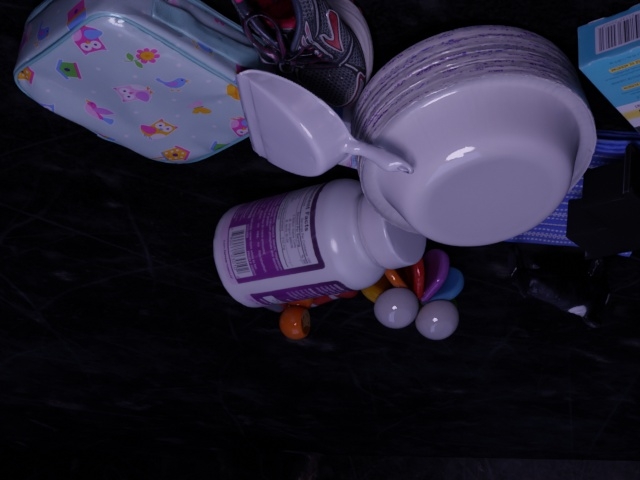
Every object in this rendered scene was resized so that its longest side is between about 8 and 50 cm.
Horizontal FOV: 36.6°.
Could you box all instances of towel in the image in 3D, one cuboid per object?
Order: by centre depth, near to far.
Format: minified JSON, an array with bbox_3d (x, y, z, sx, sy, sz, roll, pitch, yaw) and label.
[{"bbox_3d":[0.376,-0.062,1.401,0.243,0.040,0.336,5,155,3],"label":"towel"}]

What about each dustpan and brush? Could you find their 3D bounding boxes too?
[{"bbox_3d":[0.008,-0.113,1.094,0.211,0.060,0.147,35,156,27],"label":"dustpan and brush"}]

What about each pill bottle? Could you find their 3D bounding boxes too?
[{"bbox_3d":[0.000,0.000,1.462,0.302,0.169,0.169,-12,149,33],"label":"pill bottle"}]

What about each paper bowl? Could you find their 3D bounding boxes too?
[{"bbox_3d":[0.184,-0.102,1.151,0.284,0.148,0.284,-6,144,-4],"label":"paper bowl"}]

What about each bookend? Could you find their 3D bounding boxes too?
[{"bbox_3d":[0.388,-0.047,1.307,0.156,0.072,0.157,29,151,-36],"label":"bookend"}]

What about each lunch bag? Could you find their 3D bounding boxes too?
[{"bbox_3d":[-0.193,-0.204,1.146,0.224,0.107,0.279,-25,144,38],"label":"lunch bag"}]

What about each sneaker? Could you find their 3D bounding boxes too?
[{"bbox_3d":[-0.030,-0.230,1.054,0.121,0.112,0.299,-6,153,22],"label":"sneaker"}]

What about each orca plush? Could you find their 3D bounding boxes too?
[{"bbox_3d":[0.406,0.047,1.568,0.287,0.151,0.102,23,115,-37],"label":"orca plush"}]

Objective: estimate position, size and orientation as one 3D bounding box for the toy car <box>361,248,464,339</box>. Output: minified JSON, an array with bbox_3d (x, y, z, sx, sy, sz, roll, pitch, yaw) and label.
[{"bbox_3d":[0.164,0.070,1.636,0.182,0.159,0.136,18,116,-22],"label":"toy car"}]

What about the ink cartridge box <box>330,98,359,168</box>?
[{"bbox_3d":[0.064,-0.142,1.273,0.181,0.061,0.104,13,154,-15],"label":"ink cartridge box"}]

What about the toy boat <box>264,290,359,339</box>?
[{"bbox_3d":[-0.035,0.101,1.699,0.151,0.151,0.231,24,149,-33],"label":"toy boat"}]

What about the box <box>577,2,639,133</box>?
[{"bbox_3d":[0.400,-0.178,1.126,0.101,0.060,0.244,-16,147,38],"label":"box"}]
